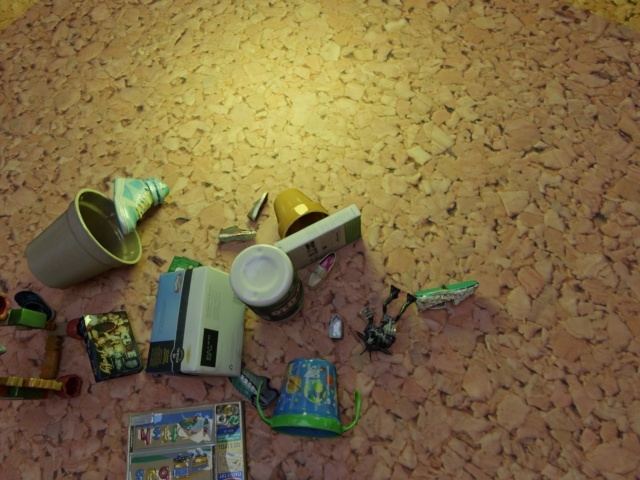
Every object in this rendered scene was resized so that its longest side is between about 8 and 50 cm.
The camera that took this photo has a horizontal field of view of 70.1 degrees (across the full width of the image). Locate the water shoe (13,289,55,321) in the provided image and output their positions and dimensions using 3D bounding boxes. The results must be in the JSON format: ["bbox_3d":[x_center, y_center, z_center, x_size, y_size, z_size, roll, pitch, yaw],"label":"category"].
[{"bbox_3d":[-1.131,0.246,1.786,0.203,0.080,0.073,26,74,14],"label":"water shoe"}]

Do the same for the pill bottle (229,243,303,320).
[{"bbox_3d":[-0.167,0.164,1.565,0.204,0.361,0.204,-2,69,6],"label":"pill bottle"}]

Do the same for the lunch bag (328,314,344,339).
[{"bbox_3d":[0.057,0.313,1.641,0.053,0.071,0.083,2,72,11],"label":"lunch bag"}]

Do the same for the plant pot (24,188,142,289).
[{"bbox_3d":[-0.922,0.021,1.747,0.305,0.334,0.333,-31,69,6],"label":"plant pot"}]

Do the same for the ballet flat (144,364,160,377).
[{"bbox_3d":[-0.563,0.400,1.680,0.079,0.077,0.221,26,78,-4],"label":"ballet flat"}]

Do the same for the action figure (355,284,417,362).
[{"bbox_3d":[0.215,0.288,1.592,0.164,0.141,0.275,28,81,33],"label":"action figure"}]

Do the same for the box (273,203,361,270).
[{"bbox_3d":[0.000,0.000,1.680,0.322,0.232,0.058,-26,70,-5],"label":"box"}]

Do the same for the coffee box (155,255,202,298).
[{"bbox_3d":[-0.551,0.159,1.779,0.113,0.040,0.184,14,71,12],"label":"coffee box"}]

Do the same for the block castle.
[{"bbox_3d":[-0.984,0.371,1.527,0.213,0.453,0.303,-5,68,13],"label":"block castle"}]

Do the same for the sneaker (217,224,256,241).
[{"bbox_3d":[-0.333,-0.037,1.823,0.158,0.061,0.064,-3,63,4],"label":"sneaker"}]

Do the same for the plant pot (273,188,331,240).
[{"bbox_3d":[-0.088,-0.095,1.756,0.205,0.205,0.188,-30,54,-6],"label":"plant pot"}]

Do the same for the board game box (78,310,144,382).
[{"bbox_3d":[-0.758,0.378,1.658,0.042,0.165,0.243,-40,66,30],"label":"board game box"}]

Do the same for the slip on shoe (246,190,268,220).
[{"bbox_3d":[-0.255,-0.144,1.861,0.041,0.051,0.135,22,81,11],"label":"slip on shoe"}]

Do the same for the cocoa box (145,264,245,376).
[{"bbox_3d":[-0.421,0.292,1.584,0.228,0.231,0.347,-10,66,28],"label":"cocoa box"}]

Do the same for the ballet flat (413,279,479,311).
[{"bbox_3d":[0.454,0.203,1.648,0.241,0.091,0.077,-12,99,6],"label":"ballet flat"}]

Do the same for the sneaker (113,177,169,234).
[{"bbox_3d":[-0.706,-0.154,1.821,0.208,0.127,0.319,-8,45,-18],"label":"sneaker"}]

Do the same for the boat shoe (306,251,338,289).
[{"bbox_3d":[0.005,0.109,1.730,0.063,0.059,0.170,33,76,16],"label":"boat shoe"}]

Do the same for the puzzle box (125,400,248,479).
[{"bbox_3d":[-0.456,0.710,1.555,0.409,0.052,0.272,-8,69,3],"label":"puzzle box"}]

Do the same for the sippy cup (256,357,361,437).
[{"bbox_3d":[-0.037,0.515,1.505,0.240,0.305,0.224,-26,47,41],"label":"sippy cup"}]

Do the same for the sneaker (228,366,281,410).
[{"bbox_3d":[-0.240,0.500,1.615,0.224,0.083,0.098,38,41,27],"label":"sneaker"}]
